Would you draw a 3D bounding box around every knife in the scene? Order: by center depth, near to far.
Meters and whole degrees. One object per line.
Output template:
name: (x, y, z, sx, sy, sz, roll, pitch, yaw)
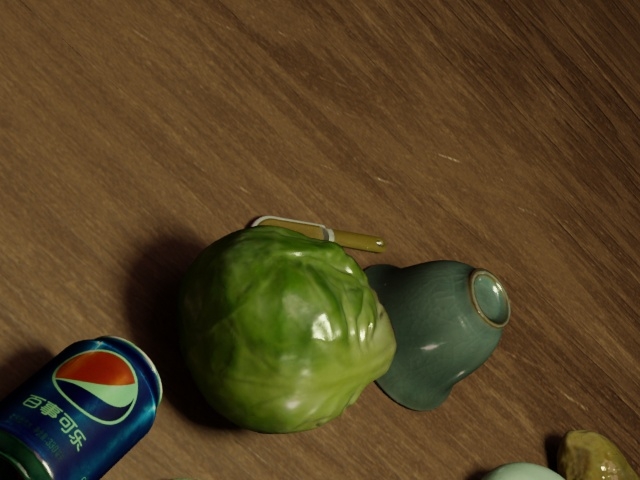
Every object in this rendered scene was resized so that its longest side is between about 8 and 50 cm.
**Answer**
knife: (0.001, 0.000, 1.833, 0.256, 0.022, 0.046, 9, 65, -47)

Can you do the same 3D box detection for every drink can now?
drink can: (-0.238, 0.175, 1.364, 0.118, 0.118, 0.205, 56, 36, -8)

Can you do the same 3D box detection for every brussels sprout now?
brussels sprout: (-0.041, 0.094, 1.584, 0.244, 0.244, 0.244, 28, 49, -37)

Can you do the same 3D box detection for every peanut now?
peanut: (0.405, 0.358, 2.023, 0.120, 0.110, 0.236, -37, 91, -31)

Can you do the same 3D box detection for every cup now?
cup: (0.157, 0.097, 1.850, 0.199, 0.150, 0.199, 29, 48, -37)

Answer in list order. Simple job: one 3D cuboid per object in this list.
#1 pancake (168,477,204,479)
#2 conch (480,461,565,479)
pancake: (-0.115, 0.361, 1.459, 0.253, 0.037, 0.254, 29, 47, -37)
conch: (0.267, 0.387, 1.847, 0.185, 0.121, 0.221, -29, 96, -24)
